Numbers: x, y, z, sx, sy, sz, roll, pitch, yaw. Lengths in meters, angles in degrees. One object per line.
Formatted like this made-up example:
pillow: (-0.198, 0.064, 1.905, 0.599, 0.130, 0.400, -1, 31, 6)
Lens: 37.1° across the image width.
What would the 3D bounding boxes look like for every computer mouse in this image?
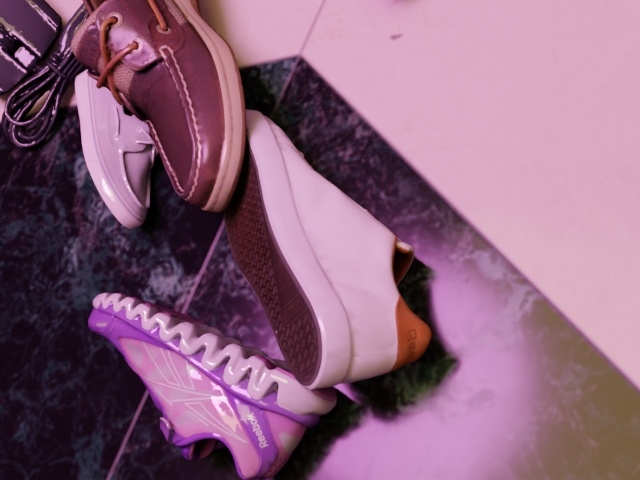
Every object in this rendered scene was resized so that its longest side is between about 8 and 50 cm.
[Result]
computer mouse: (-0.345, -0.236, 1.010, 0.272, 0.072, 0.188, 35, 88, 28)

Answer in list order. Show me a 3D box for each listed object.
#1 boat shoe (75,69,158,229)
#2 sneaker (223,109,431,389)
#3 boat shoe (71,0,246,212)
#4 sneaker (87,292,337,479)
boat shoe: (-0.184, -0.097, 0.908, 0.063, 0.066, 0.184, -25, 55, 13)
sneaker: (0.000, 0.000, 0.795, 0.123, 0.106, 0.290, -3, 48, -25)
boat shoe: (-0.163, -0.166, 0.859, 0.123, 0.123, 0.342, -3, 57, -28)
sneaker: (-0.107, 0.120, 0.784, 0.236, 0.095, 0.104, 24, 89, 26)
